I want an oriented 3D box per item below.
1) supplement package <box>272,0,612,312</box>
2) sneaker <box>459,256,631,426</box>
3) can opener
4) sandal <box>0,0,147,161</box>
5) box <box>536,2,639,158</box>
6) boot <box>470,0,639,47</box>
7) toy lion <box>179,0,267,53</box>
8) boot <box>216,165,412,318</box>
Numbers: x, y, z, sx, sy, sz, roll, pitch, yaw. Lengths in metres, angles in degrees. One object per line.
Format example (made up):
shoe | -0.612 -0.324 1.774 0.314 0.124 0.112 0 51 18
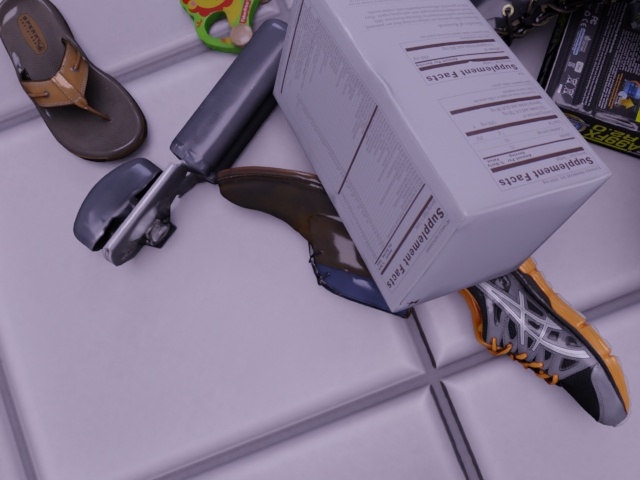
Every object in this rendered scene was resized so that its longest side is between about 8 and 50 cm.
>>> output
supplement package | 0.077 -0.090 0.467 0.134 0.139 0.244 -15 63 -24
sneaker | 0.186 0.081 0.524 0.083 0.084 0.215 -37 72 -3
can opener | -0.131 -0.100 0.560 0.095 0.076 0.283 35 85 5
sandal | -0.261 -0.170 0.581 0.090 0.060 0.219 -33 83 -2
box | 0.348 -0.212 0.560 0.216 0.060 0.270 19 85 4
boot | 0.199 -0.203 0.504 0.178 0.085 0.236 -44 50 15
toy lion | -0.104 -0.246 0.600 0.096 0.034 0.100 10 84 11
boot | 0.000 0.000 0.539 0.219 0.082 0.106 13 81 2
